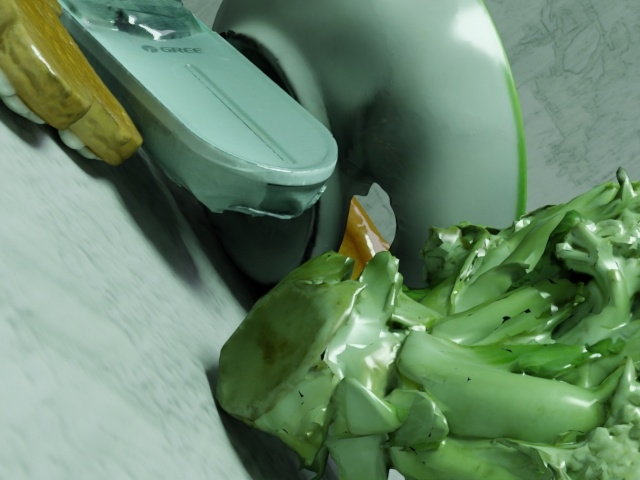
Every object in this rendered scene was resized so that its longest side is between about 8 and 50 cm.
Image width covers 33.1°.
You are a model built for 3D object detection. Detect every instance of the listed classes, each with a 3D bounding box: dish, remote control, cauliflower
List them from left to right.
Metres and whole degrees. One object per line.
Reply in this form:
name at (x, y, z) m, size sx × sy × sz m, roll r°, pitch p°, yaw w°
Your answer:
remote control at (-0.085, -0.093, 0.655) m, size 0.104 × 0.052 × 0.247 m, roll -6°, pitch 39°, yaw -41°
dish at (-0.012, -0.060, 0.752) m, size 0.324 × 0.124 × 0.324 m, roll 31°, pitch -53°, yaw 51°
cauliflower at (0.078, 0.078, 0.518) m, size 0.250 × 0.272 × 0.275 m, roll 23°, pitch -8°, yaw -7°

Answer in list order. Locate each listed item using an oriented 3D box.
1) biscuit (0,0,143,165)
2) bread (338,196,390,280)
biscuit at (-0.176, -0.140, 0.565) m, size 0.240 × 0.035 × 0.158 m, roll 55°, pitch 0°, yaw 19°
bread at (0.000, 0.000, 1.042) m, size 0.246 × 0.102 × 0.094 m, roll 57°, pitch -2°, yaw 21°
